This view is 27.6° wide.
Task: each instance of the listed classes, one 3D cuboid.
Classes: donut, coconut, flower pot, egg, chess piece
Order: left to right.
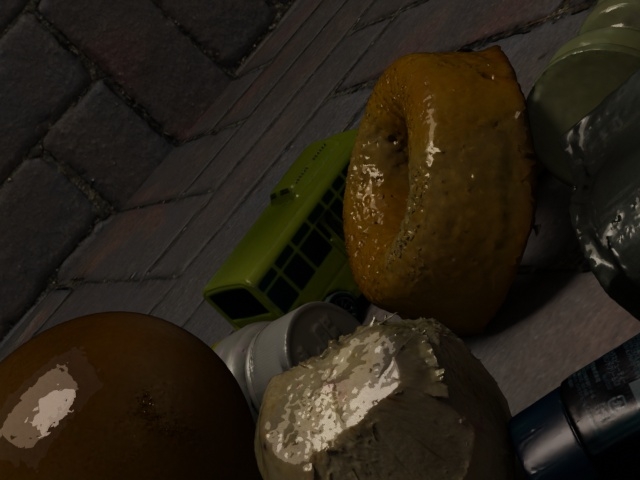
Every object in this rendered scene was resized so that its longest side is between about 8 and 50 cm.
[{"bbox_3d":[-0.187,0.230,1.096,0.282,0.282,0.351,-111,39,-72],"label":"egg"},{"bbox_3d":[0.051,0.155,0.926,0.194,0.194,0.194,-41,17,16],"label":"coconut"},{"bbox_3d":[0.102,-0.052,1.195,0.277,0.108,0.277,-170,90,-74],"label":"donut"},{"bbox_3d":[0.285,-0.166,1.204,0.144,0.144,0.251,-33,16,38],"label":"chess piece"},{"bbox_3d":[0.255,-0.041,0.983,0.108,0.103,0.229,-40,23,24],"label":"flower pot"}]

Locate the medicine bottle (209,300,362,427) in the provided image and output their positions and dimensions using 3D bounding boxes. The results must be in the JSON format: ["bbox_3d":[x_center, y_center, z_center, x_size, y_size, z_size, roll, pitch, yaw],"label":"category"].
[{"bbox_3d":[-0.067,0.161,1.258,0.258,0.143,0.143,-31,22,39],"label":"medicine bottle"}]

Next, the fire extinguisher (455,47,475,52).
[{"bbox_3d":[0.131,-0.171,1.703,0.099,0.071,0.231,-23,-5,-44],"label":"fire extinguisher"}]

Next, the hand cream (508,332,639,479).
[{"bbox_3d":[0.248,0.077,0.849,0.270,0.061,0.120,-36,20,15],"label":"hand cream"}]

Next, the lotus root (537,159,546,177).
[{"bbox_3d":[0.172,-0.088,1.357,0.135,0.095,0.159,-54,12,-15],"label":"lotus root"}]

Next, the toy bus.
[{"bbox_3d":[0.000,0.000,1.458,0.128,0.150,0.262,-16,34,57],"label":"toy bus"}]
